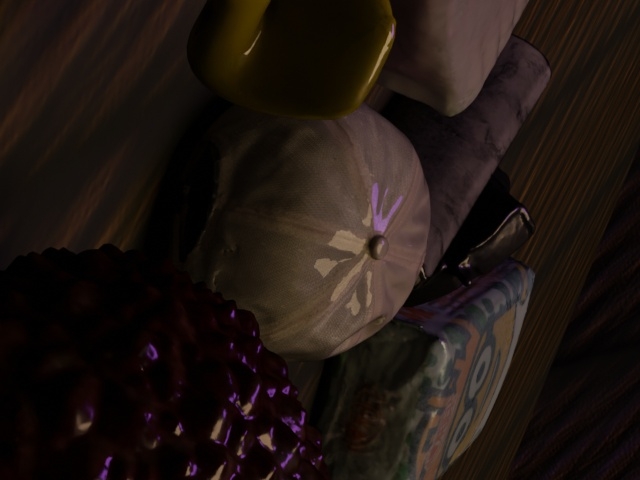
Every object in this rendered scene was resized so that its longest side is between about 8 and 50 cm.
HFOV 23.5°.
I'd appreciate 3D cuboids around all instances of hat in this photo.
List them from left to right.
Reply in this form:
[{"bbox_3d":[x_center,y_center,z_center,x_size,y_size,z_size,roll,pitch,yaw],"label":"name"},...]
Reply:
[{"bbox_3d":[-0.001,0.000,1.084,0.232,0.161,0.275,-64,166,-1],"label":"hat"}]

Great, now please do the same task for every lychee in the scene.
[{"bbox_3d":[-0.121,0.138,0.709,0.300,0.264,0.264,-79,175,-47],"label":"lychee"}]

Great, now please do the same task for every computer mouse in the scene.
[{"bbox_3d":[0.111,-0.025,1.437,0.147,0.088,0.264,-33,-160,7],"label":"computer mouse"}]

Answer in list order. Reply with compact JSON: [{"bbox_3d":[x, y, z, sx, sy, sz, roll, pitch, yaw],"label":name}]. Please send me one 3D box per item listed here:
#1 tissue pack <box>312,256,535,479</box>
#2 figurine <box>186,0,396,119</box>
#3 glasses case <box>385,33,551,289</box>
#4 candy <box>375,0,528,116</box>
[{"bbox_3d":[0.105,0.142,1.617,0.311,0.128,0.228,-27,135,-63],"label":"tissue pack"},{"bbox_3d":[-0.064,-0.208,0.599,0.283,0.204,0.338,-48,156,19],"label":"figurine"},{"bbox_3d":[0.104,-0.081,1.370,0.299,0.114,0.060,-55,157,-38],"label":"glasses case"},{"bbox_3d":[0.106,-0.283,1.092,0.358,0.145,0.208,-61,162,-24],"label":"candy"}]
